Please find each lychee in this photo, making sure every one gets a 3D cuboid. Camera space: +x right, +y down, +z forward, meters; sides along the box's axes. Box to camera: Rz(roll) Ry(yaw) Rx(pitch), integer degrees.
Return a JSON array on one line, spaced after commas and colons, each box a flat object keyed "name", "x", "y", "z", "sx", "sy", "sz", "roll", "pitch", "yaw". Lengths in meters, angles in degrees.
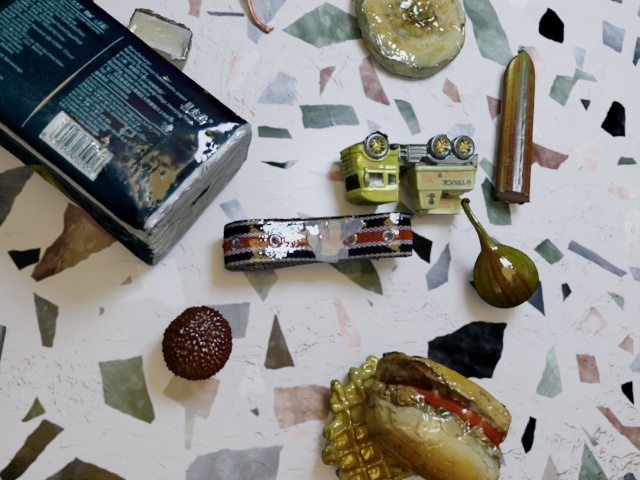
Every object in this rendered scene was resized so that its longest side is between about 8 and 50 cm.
[{"name": "lychee", "x": -0.209, "y": 0.170, "z": 0.926, "sx": 0.123, "sy": 0.123, "sz": 0.129, "roll": -7, "pitch": 115, "yaw": -14}]

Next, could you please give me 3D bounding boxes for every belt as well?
[{"name": "belt", "x": 0.000, "y": 0.000, "z": 1.007, "sx": 0.360, "sy": 0.126, "sz": 0.094, "roll": -5, "pitch": 86, "yaw": -10}]

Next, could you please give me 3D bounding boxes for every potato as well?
[{"name": "potato", "x": -0.310, "y": -0.383, "z": 1.052, "sx": 0.122, "sy": 0.061, "sz": 0.086, "roll": 19, "pitch": 74, "yaw": -10}]

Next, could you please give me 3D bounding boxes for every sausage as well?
[{"name": "sausage", "x": 0.426, "y": -0.261, "z": 1.188, "sx": 0.082, "sy": 0.082, "sz": 0.371, "roll": 12, "pitch": 75, "yaw": -10}]

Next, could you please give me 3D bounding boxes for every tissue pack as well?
[{"name": "tissue pack", "x": -0.357, "y": -0.194, "z": 0.899, "sx": 0.416, "sy": 0.253, "sz": 0.264, "roll": 38, "pitch": 72, "yaw": -2}]

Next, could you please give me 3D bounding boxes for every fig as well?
[{"name": "fig", "x": 0.337, "y": 0.022, "z": 1.061, "sx": 0.124, "sy": 0.124, "sz": 0.236, "roll": -31, "pitch": 101, "yaw": -17}]

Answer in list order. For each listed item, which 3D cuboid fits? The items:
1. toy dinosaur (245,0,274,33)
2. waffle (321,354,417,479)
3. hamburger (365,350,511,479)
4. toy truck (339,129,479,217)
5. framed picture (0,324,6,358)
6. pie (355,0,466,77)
[{"name": "toy dinosaur", "x": -0.141, "y": -0.573, "z": 1.138, "sx": 0.101, "sy": 0.055, "sz": 0.279, "roll": -26, "pitch": 86, "yaw": -7}, {"name": "waffle", "x": 0.095, "y": 0.331, "z": 0.990, "sx": 0.219, "sy": 0.057, "sz": 0.229, "roll": -15, "pitch": 80, "yaw": -16}, {"name": "hamburger", "x": 0.179, "y": 0.292, "z": 0.872, "sx": 0.244, "sy": 0.244, "sz": 0.163, "roll": 32, "pitch": 74, "yaw": -4}, {"name": "toy truck", "x": 0.179, "y": -0.124, "z": 1.078, "sx": 0.272, "sy": 0.124, "sz": 0.157, "roll": -2, "pitch": 88, "yaw": -16}, {"name": "framed picture", "x": -0.688, "y": 0.240, "z": 0.852, "sx": 0.324, "sy": 0.020, "sz": 0.240, "roll": 5, "pitch": 77, "yaw": -11}, {"name": "pie", "x": 0.197, "y": -0.487, "z": 1.193, "sx": 0.274, "sy": 0.055, "sz": 0.274, "roll": 3, "pitch": 78, "yaw": -13}]
